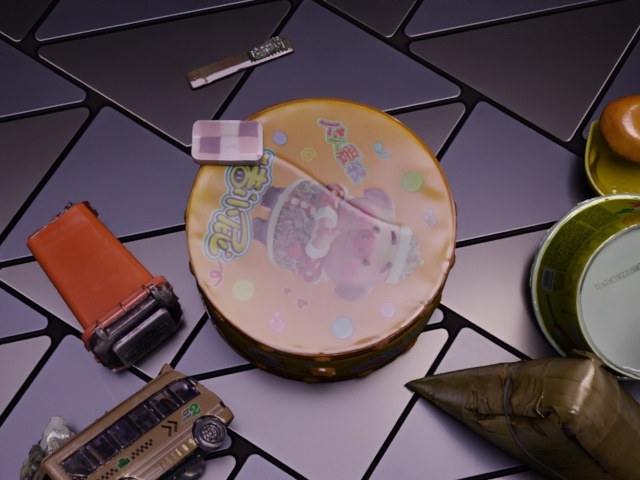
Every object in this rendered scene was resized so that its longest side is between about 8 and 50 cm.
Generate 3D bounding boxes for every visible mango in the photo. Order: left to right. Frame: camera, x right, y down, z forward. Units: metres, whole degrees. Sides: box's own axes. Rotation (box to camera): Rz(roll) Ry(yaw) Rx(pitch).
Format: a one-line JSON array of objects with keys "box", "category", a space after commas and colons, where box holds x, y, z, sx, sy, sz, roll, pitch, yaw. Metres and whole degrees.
[{"box": [0.526, -0.176, 1.903, 0.165, 0.089, 0.115, 9, 67, -5], "category": "mango"}]

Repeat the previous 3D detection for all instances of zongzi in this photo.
[{"box": [0.340, 0.302, 1.836, 0.323, 0.360, 0.160, 48, 55, -29], "category": "zongzi"}]

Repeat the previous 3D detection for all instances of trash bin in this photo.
[{"box": [-0.341, 0.064, 1.850, 0.161, 0.184, 0.238, -38, 73, -11], "category": "trash bin"}]

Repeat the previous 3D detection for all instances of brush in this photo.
[{"box": [-0.138, -0.307, 2.031, 0.190, 0.027, 0.034, -21, 74, -6], "category": "brush"}]

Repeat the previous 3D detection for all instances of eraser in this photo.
[{"box": [-0.138, -0.145, 1.772, 0.105, 0.026, 0.065, -1, 71, 0], "category": "eraser"}]

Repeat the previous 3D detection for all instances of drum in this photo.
[{"box": [0.000, 0.000, 1.853, 0.431, 0.214, 0.431, 0, 75, 0], "category": "drum"}]

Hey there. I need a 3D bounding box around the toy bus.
[{"box": [-0.273, 0.314, 1.750, 0.157, 0.139, 0.289, 47, 52, 10], "category": "toy bus"}]

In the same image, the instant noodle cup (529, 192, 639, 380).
[{"box": [0.483, 0.083, 1.795, 0.311, 0.221, 0.311, 0, 94, 2], "category": "instant noodle cup"}]

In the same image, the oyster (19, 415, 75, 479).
[{"box": [-0.375, 0.414, 1.782, 0.198, 0.112, 0.268, -42, 76, -12], "category": "oyster"}]

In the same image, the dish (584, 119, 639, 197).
[{"box": [0.505, -0.103, 1.963, 0.149, 0.080, 0.207, -29, 76, -13], "category": "dish"}]
